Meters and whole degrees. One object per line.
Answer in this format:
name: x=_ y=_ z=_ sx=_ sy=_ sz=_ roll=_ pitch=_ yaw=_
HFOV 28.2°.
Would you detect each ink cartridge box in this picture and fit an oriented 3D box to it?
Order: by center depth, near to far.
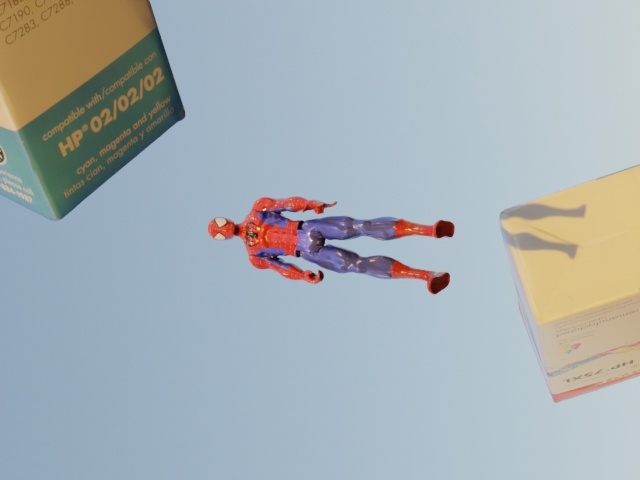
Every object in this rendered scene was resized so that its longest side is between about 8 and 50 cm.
ink cartridge box: x=-0.114 y=-0.104 z=0.361 sx=0.061 sy=0.104 sz=0.181 roll=-44 pitch=-41 yaw=-29
ink cartridge box: x=0.198 y=0.035 z=0.827 sx=0.231 sy=0.134 sz=0.078 roll=58 pitch=-165 yaw=-65

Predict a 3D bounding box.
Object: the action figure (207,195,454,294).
action figure: x=0.000 y=0.000 z=0.560 sx=0.030 sy=0.115 sz=0.038 roll=-12 pitch=-74 yaw=-59
